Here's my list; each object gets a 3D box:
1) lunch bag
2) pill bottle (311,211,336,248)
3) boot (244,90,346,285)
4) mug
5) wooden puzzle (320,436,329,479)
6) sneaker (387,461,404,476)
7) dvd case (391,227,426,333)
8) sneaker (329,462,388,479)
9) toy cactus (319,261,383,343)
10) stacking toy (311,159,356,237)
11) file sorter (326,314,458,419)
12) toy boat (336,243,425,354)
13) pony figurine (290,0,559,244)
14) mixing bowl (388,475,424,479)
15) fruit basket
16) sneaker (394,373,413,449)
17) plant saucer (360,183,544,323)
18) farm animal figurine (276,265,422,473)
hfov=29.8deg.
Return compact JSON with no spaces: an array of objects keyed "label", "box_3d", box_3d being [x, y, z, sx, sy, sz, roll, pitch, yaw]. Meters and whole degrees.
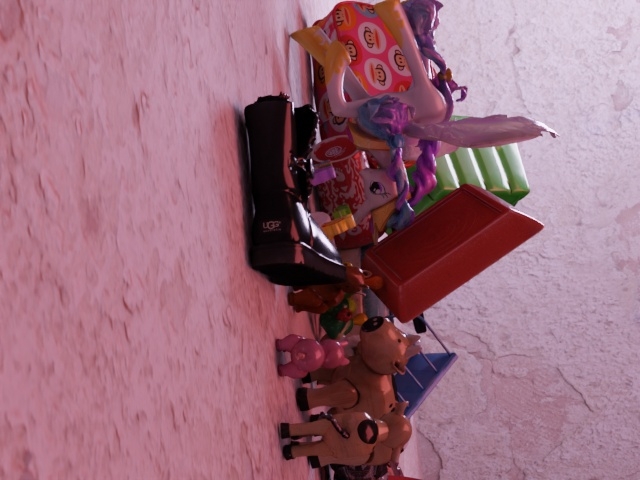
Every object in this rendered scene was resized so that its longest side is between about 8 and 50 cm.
[{"label":"lunch bag","box_3d":[0.117,-0.282,2.196,0.120,0.258,0.293,-29,-117,54]},{"label":"pill bottle","box_3d":[0.000,0.000,1.862,0.043,0.043,0.083,-87,169,-54]},{"label":"boot","box_3d":[-0.028,-0.056,1.452,0.246,0.094,0.207,36,52,-73]},{"label":"mug","box_3d":[0.044,-0.096,2.073,0.150,0.113,0.169,-88,165,-56]},{"label":"wooden puzzle","box_3d":[0.006,0.329,1.775,0.049,0.006,0.083,10,75,-83]},{"label":"sneaker","box_3d":[0.071,0.359,2.009,0.162,0.107,0.281,49,29,-60]},{"label":"dvd case","box_3d":[0.146,0.016,2.133,0.253,0.022,0.180,-97,171,-46]},{"label":"sneaker","box_3d":[0.058,0.382,1.745,0.268,0.101,0.153,-95,179,-49]},{"label":"toy cactus","box_3d":[0.035,0.128,1.876,0.219,0.112,0.180,102,-7,-84]},{"label":"stacking toy","box_3d":[-0.004,-0.097,1.776,0.221,0.052,0.166,-90,158,-83]},{"label":"file sorter","box_3d":[0.109,0.211,1.922,0.104,0.118,0.170,51,62,-16]},{"label":"toy boat","box_3d":[0.101,0.141,2.148,0.318,0.148,0.267,74,12,-55]},{"label":"pony figurine","box_3d":[0.156,-0.207,1.946,0.303,0.351,0.363,174,-102,-72]},{"label":"mixing bowl","box_3d":[0.093,0.442,1.902,0.181,0.098,0.181,-56,162,-30]},{"label":"fruit basket","box_3d":[0.198,-0.180,2.480,0.283,0.392,0.392,-47,-153,35]},{"label":"sneaker","box_3d":[0.159,0.354,2.674,0.091,0.094,0.258,60,24,-63]},{"label":"plant saucer","box_3d":[0.188,0.004,1.878,0.047,0.258,0.259,57,-3,-20]},{"label":"farm animal figurine","box_3d":[0.054,0.196,1.594,0.326,0.172,0.330,77,10,-46]}]
